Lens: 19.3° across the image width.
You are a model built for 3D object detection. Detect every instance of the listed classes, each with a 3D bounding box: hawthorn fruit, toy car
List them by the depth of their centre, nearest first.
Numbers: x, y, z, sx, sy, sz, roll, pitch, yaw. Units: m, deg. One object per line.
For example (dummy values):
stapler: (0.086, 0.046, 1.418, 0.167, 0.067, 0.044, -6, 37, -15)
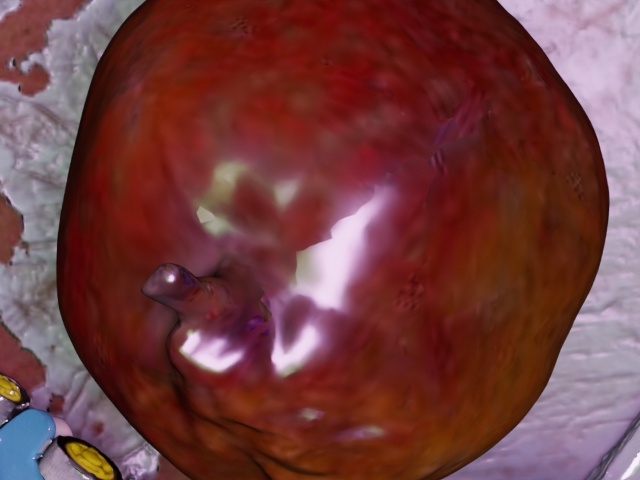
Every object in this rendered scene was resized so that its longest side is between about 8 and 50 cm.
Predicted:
hawthorn fruit: (0.008, -0.004, 0.979, 0.308, 0.325, 0.308, -6, 123, -9)
toy car: (-0.181, 0.152, 1.118, 0.161, 0.098, 0.126, 41, 100, 31)

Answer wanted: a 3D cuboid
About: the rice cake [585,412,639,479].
rice cake: (0.255, 0.111, 1.119, 0.127, 0.043, 0.237, 37, 95, -2)
